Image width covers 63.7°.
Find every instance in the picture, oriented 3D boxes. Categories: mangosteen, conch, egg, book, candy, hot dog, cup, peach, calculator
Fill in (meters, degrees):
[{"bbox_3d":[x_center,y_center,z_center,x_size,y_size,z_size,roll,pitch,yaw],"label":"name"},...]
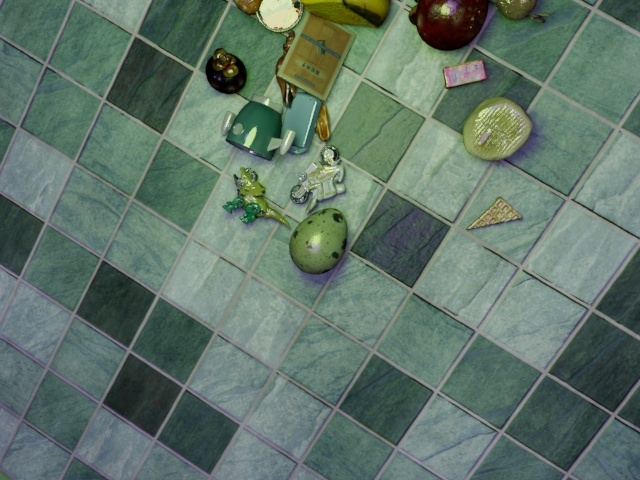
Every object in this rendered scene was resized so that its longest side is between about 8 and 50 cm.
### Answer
[{"bbox_3d":[0.357,-0.674,1.502,0.257,0.215,0.215,39,103,35],"label":"mangosteen"},{"bbox_3d":[-0.302,-0.543,1.641,0.136,0.151,0.137,1,72,-4],"label":"mangosteen"},{"bbox_3d":[-0.097,-0.546,1.626,0.086,0.080,0.233,17,79,-7],"label":"conch"},{"bbox_3d":[0.000,0.000,1.648,0.177,0.177,0.228,33,85,4],"label":"egg"},{"bbox_3d":[-0.011,-0.577,1.599,0.170,0.018,0.242,25,85,-13],"label":"book"},{"bbox_3d":[0.440,-0.509,1.578,0.121,0.038,0.062,-11,95,11],"label":"candy"},{"bbox_3d":[0.003,-0.381,1.670,0.056,0.041,0.133,-10,88,10],"label":"hot dog"},{"bbox_3d":[-0.198,-0.366,1.643,0.299,0.167,0.173,24,92,31],"label":"cup"},{"bbox_3d":[0.068,-0.796,1.472,0.242,0.306,0.381,18,130,36],"label":"peach"},{"bbox_3d":[-0.067,-0.382,1.660,0.121,0.039,0.211,21,100,30],"label":"calculator"}]

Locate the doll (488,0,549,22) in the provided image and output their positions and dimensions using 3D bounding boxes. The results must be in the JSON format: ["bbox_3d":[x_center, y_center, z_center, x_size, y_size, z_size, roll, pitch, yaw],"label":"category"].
[{"bbox_3d":[0.567,-0.703,1.503,0.221,0.115,0.105,44,92,-5],"label":"doll"}]

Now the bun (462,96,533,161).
[{"bbox_3d":[0.524,-0.330,1.546,0.178,0.128,0.193,39,113,3],"label":"bun"}]

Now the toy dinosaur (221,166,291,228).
[{"bbox_3d":[-0.213,-0.111,1.717,0.153,0.094,0.259,-41,98,15],"label":"toy dinosaur"}]

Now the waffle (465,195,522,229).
[{"bbox_3d":[0.546,-0.056,1.625,0.152,0.023,0.097,-44,88,10],"label":"waffle"}]

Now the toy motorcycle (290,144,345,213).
[{"bbox_3d":[0.008,-0.190,1.675,0.151,0.074,0.229,38,99,-1],"label":"toy motorcycle"}]

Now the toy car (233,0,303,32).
[{"bbox_3d":[-0.142,-0.765,1.607,0.234,0.145,0.235,-1,110,-4],"label":"toy car"}]
